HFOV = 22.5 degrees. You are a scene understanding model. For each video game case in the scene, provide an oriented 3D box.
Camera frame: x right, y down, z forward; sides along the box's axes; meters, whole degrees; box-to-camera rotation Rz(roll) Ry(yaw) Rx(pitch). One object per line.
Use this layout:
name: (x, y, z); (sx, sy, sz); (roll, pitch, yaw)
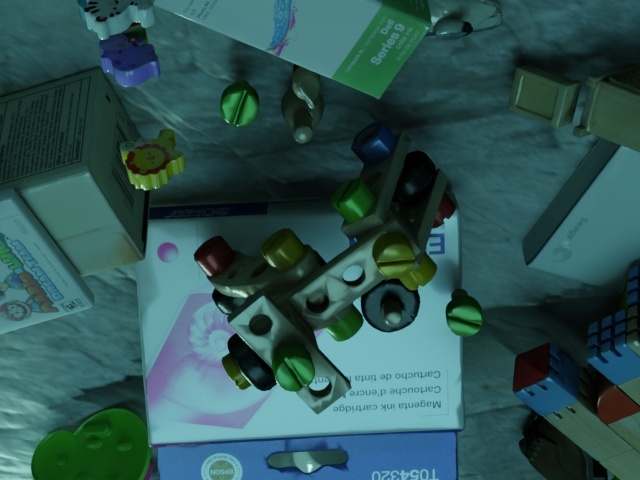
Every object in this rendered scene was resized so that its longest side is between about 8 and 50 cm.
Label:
video game case: (-0.301, 0.027, 1.438); (0.143, 0.019, 0.157); (-16, 136, 14)

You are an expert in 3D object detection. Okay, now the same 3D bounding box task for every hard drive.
hard drive: (0.390, -0.010, 1.640); (0.308, 0.040, 0.203); (15, 133, -19)

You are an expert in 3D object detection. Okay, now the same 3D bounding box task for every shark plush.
shark plush: (0.079, -0.188, 1.428); (0.161, 0.073, 0.067); (-20, 164, 11)

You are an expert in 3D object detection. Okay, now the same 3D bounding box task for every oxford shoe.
oxford shoe: (0.273, 0.228, 1.853); (0.096, 0.082, 0.227); (-7, 135, 13)

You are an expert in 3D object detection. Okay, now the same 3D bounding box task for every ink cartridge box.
ink cartridge box: (-0.026, -0.227, 1.305); (0.212, 0.154, 0.093); (19, 131, -21)
ink cartridge box: (-0.017, 0.122, 1.629); (0.324, 0.071, 0.330); (-4, 105, -1)

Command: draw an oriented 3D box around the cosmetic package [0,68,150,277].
cosmetic package: (-0.318, -0.033, 1.496); (0.296, 0.153, 0.129); (-14, 134, 13)

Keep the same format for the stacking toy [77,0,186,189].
stacking toy: (-0.170, -0.171, 1.313); (0.052, 0.221, 0.167); (-16, 135, -10)

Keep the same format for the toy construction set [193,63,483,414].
toy construction set: (0.000, 0.000, 1.418); (0.257, 0.237, 0.308); (-11, 114, 5)

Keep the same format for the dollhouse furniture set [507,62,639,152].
dollhouse furniture set: (0.287, -0.171, 1.450); (0.182, 0.101, 0.161); (26, 117, 31)

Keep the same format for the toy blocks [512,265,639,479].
toy blocks: (0.381, 0.128, 1.653); (0.381, 0.190, 0.261); (-29, 124, 36)

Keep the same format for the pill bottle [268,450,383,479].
pill bottle: (0.015, 0.316, 1.860); (0.176, 0.176, 0.318); (5, 136, -8)

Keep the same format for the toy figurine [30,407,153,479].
toy figurine: (-0.225, 0.284, 1.876); (0.173, 0.130, 0.159); (-3, 151, 32)
